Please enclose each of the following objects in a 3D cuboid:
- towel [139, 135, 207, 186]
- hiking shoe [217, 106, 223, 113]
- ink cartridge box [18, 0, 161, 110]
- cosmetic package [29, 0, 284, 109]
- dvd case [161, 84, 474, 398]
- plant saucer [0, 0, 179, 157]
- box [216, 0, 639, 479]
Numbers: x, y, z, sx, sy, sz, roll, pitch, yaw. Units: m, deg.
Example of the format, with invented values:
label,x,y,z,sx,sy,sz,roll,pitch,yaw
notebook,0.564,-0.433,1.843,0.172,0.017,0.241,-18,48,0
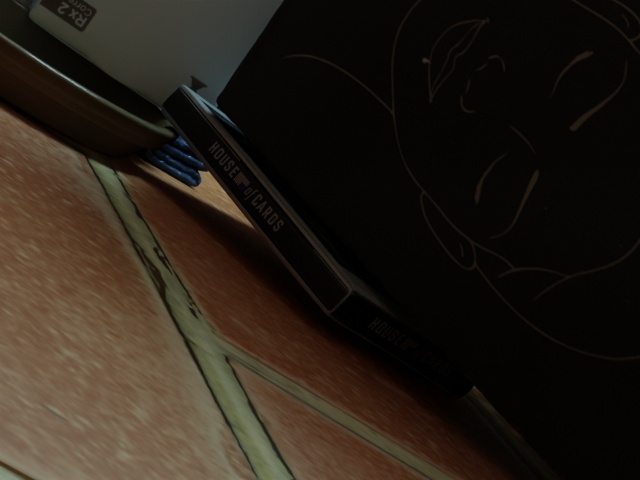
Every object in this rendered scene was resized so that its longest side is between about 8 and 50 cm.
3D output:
label,x,y,z,sx,sy,sz,roll,pitch,yaw
towel,-0.133,-0.086,1.363,0.067,0.029,0.119,30,8,-39
hiking shoe,-0.088,-0.129,1.689,0.227,0.086,0.114,36,6,21
ink cartridge box,-0.190,-0.229,1.470,0.237,0.172,0.100,34,6,-15
cosmetic package,-0.120,-0.198,1.338,0.151,0.151,0.184,33,6,-15
dvd case,0.000,0.000,1.226,0.179,0.029,0.239,34,13,-50
plant saucer,-0.222,-0.139,1.226,0.278,0.041,0.278,34,6,-4
box,0.271,-0.109,1.128,0.297,0.480,0.472,6,36,-53
